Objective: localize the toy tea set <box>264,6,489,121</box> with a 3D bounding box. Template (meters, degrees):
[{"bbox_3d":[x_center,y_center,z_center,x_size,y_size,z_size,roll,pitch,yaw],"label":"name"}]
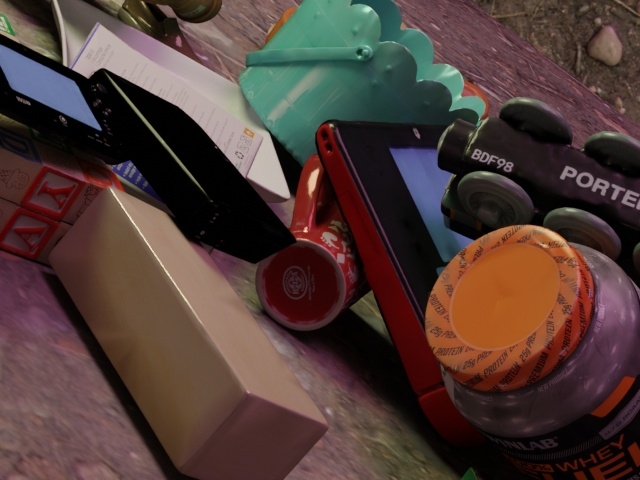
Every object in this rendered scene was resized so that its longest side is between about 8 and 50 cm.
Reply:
[{"bbox_3d":[0.073,-0.191,2.597,0.336,0.124,0.200,44,49,13],"label":"toy tea set"}]

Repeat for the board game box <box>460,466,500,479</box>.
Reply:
[{"bbox_3d":[0.268,0.330,1.684,0.317,0.046,0.213,27,21,-25],"label":"board game box"}]

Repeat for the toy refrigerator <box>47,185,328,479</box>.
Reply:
[{"bbox_3d":[-0.113,0.082,1.550,0.102,0.094,0.269,27,19,-47],"label":"toy refrigerator"}]

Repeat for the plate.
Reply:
[{"bbox_3d":[-0.174,-0.149,2.092,0.277,0.045,0.278,28,19,-24],"label":"plate"}]

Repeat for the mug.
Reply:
[{"bbox_3d":[-0.006,0.007,1.890,0.150,0.113,0.169,56,23,-4],"label":"mug"}]

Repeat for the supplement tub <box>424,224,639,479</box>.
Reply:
[{"bbox_3d":[0.236,0.129,1.753,0.316,0.193,0.193,43,9,-42],"label":"supplement tub"}]

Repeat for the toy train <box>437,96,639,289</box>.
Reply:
[{"bbox_3d":[0.264,-0.010,1.843,0.334,0.142,0.190,22,-29,14],"label":"toy train"}]

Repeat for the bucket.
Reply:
[{"bbox_3d":[0.049,-0.170,2.250,0.281,0.183,0.281,45,11,-11],"label":"bucket"}]

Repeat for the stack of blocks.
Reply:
[{"bbox_3d":[-0.299,-0.110,1.696,0.171,0.087,0.297,22,22,-36],"label":"stack of blocks"}]

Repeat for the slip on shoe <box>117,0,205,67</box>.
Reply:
[{"bbox_3d":[-0.186,-0.250,2.326,0.135,0.041,0.051,43,19,21],"label":"slip on shoe"}]

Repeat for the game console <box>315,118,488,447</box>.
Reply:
[{"bbox_3d":[0.151,0.033,1.972,0.386,0.060,0.342,-3,71,-64],"label":"game console"}]

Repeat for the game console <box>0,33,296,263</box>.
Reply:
[{"bbox_3d":[-0.179,-0.093,1.638,0.361,0.044,0.213,24,20,-52],"label":"game console"}]

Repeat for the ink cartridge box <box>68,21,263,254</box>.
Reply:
[{"bbox_3d":[-0.169,-0.097,1.888,0.208,0.045,0.206,35,34,-10],"label":"ink cartridge box"}]

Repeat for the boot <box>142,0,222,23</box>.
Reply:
[{"bbox_3d":[-0.202,-0.374,2.226,0.236,0.089,0.269,69,14,10],"label":"boot"}]
